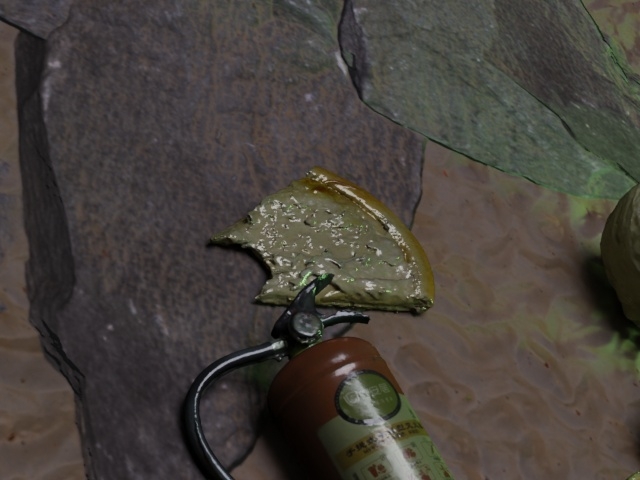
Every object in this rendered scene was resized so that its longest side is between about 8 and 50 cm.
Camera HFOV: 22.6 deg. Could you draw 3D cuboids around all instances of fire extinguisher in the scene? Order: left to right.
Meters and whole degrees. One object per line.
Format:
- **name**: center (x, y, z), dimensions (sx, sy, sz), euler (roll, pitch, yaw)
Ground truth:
- **fire extinguisher**: center (0.023, 0.198, 1.369), dimensions (0.200, 0.113, 0.376), euler (-6, 56, -42)

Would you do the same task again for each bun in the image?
- **bun**: center (0.420, 0.031, 1.785), dimensions (0.244, 0.244, 0.153), euler (38, 56, -2)

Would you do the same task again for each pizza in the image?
- **pizza**: center (0.000, 0.000, 1.615), dimensions (0.262, 0.034, 0.181), euler (-2, 54, -41)

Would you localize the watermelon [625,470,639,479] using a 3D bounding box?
- **watermelon**: center (0.329, 0.281, 1.579), dimensions (0.105, 0.062, 0.105), euler (17, 49, -20)
